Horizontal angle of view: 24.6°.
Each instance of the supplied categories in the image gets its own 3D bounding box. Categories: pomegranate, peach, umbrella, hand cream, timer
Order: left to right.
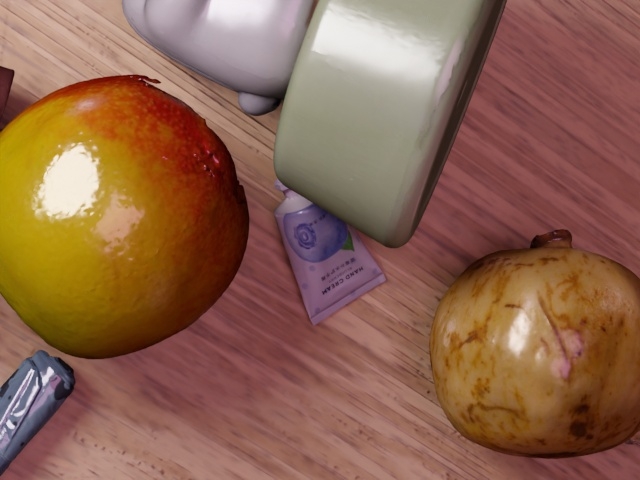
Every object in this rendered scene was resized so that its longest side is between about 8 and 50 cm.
[{"bbox_3d":[-0.307,0.198,1.264,0.053,0.052,0.250,44,79,-13],"label":"umbrella"},{"bbox_3d":[-0.173,-0.022,1.215,0.231,0.231,0.231,0,91,-16],"label":"peach"},{"bbox_3d":[-0.019,-0.182,1.256,0.315,0.291,0.290,23,85,6],"label":"timer"},{"bbox_3d":[0.000,0.000,1.354,0.084,0.053,0.142,-31,109,-14],"label":"hand cream"},{"bbox_3d":[0.205,0.095,1.340,0.215,0.215,0.215,0,91,-16],"label":"pomegranate"}]

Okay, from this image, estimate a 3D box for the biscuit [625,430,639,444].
[{"bbox_3d":[0.324,0.120,1.433,0.082,0.070,0.168,5,92,-12],"label":"biscuit"}]

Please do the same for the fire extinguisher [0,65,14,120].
[{"bbox_3d":[-0.397,-0.145,1.216,0.269,0.105,0.104,18,86,-15],"label":"fire extinguisher"}]
